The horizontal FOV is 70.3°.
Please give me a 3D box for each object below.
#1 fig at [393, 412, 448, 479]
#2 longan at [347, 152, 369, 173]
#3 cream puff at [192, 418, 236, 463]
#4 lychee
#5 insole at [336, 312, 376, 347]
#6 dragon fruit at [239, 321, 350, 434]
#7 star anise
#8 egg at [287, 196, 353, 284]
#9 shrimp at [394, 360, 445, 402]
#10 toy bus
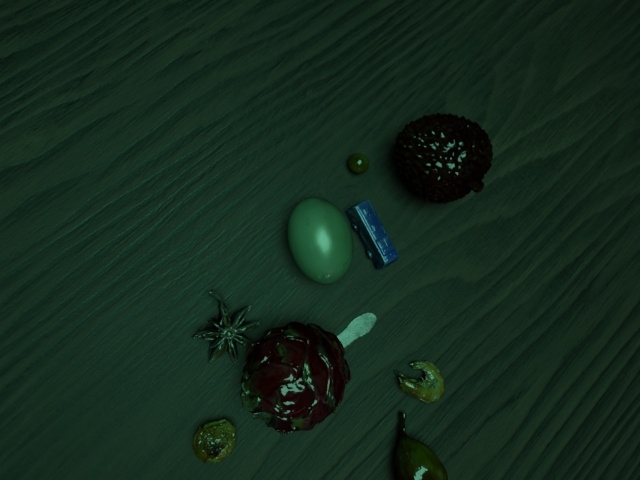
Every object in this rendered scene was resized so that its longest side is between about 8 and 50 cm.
[{"bbox_3d":[0.302,0.697,1.464,0.170,0.145,0.274,-13,73,-14],"label":"fig"},{"bbox_3d":[0.131,-0.268,1.561,0.075,0.075,0.083,26,38,-8],"label":"longan"},{"bbox_3d":[-0.314,0.600,1.360,0.133,0.104,0.119,-31,84,-14],"label":"cream puff"},{"bbox_3d":[0.405,-0.271,1.505,0.306,0.306,0.330,-37,64,-13],"label":"lychee"},{"bbox_3d":[0.107,0.308,1.521,0.193,0.006,0.065,-37,93,-12],"label":"insole"},{"bbox_3d":[-0.072,0.391,1.329,0.330,0.329,0.328,1,84,-11],"label":"dragon fruit"},{"bbox_3d":[-0.290,0.267,1.404,0.209,0.089,0.231,4,89,-23],"label":"star anise"},{"bbox_3d":[0.000,0.000,1.431,0.203,0.203,0.282,-15,84,-13],"label":"egg"},{"bbox_3d":[0.337,0.472,1.537,0.188,0.052,0.132,24,61,-14],"label":"shrimp"},{"bbox_3d":[0.174,-0.019,1.524,0.079,0.094,0.236,-29,90,-13],"label":"toy bus"}]
